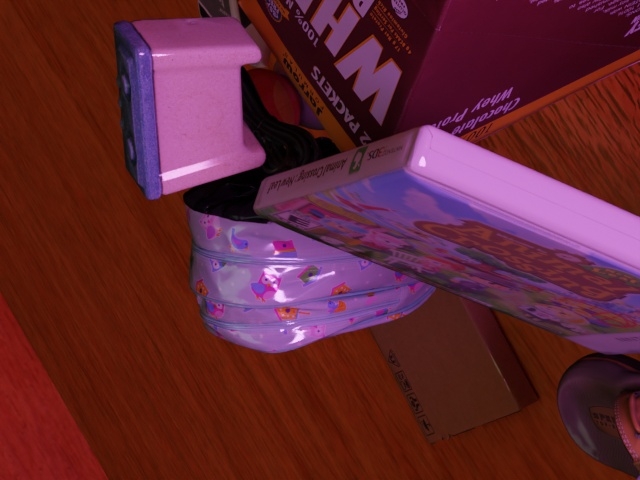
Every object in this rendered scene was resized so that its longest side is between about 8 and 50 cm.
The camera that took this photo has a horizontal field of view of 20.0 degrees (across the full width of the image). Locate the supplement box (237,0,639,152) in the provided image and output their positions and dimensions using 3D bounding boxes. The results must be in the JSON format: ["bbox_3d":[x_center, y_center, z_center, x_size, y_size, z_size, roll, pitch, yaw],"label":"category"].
[{"bbox_3d":[0.084,-0.153,0.846,0.129,0.191,0.194,56,157,18],"label":"supplement box"}]

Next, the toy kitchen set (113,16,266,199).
[{"bbox_3d":[-0.117,-0.138,0.937,0.207,0.122,0.166,-124,28,-56],"label":"toy kitchen set"}]

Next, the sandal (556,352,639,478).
[{"bbox_3d":[0.170,0.098,0.906,0.219,0.060,0.090,7,119,66],"label":"sandal"}]

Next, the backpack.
[{"bbox_3d":[0.000,0.000,1.174,0.152,0.182,0.115,5,106,47],"label":"backpack"}]

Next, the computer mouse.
[{"bbox_3d":[-0.040,-0.134,1.017,0.106,0.042,0.193,46,150,51],"label":"computer mouse"}]

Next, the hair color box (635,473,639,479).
[{"bbox_3d":[0.285,0.264,0.806,0.374,0.113,0.185,23,140,27],"label":"hair color box"}]

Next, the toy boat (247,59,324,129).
[{"bbox_3d":[-0.007,-0.171,1.127,0.267,0.148,0.318,48,146,22],"label":"toy boat"}]

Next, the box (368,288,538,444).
[{"bbox_3d":[0.071,0.045,1.317,0.201,0.021,0.164,63,156,4],"label":"box"}]

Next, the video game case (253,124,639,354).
[{"bbox_3d":[0.095,0.008,0.837,0.212,0.023,0.193,22,168,-18],"label":"video game case"}]
